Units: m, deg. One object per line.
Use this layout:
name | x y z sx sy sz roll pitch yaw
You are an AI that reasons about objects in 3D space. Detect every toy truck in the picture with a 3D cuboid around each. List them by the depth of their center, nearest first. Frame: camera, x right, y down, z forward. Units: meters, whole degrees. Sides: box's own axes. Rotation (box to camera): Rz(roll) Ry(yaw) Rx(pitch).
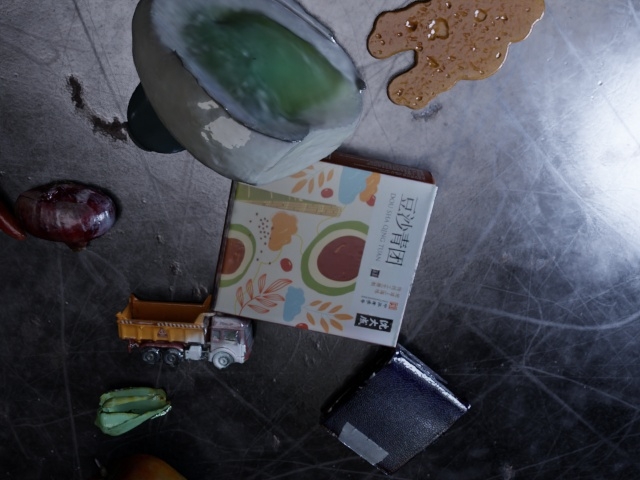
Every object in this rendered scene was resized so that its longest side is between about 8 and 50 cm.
toy truck | -0.278 0.183 1.704 0.271 0.114 0.135 3 112 4

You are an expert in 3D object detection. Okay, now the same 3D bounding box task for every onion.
onion | -0.520 -0.039 1.650 0.206 0.098 0.151 -5 106 4

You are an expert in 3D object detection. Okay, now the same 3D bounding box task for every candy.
candy | -0.145 -0.294 1.453 0.427 0.386 0.186 46 141 -3

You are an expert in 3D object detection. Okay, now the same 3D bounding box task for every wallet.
wallet | 0.158 0.369 1.768 0.221 0.071 0.262 38 109 -14

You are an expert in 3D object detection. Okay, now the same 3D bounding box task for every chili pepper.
chili pepper | -0.696 -0.102 1.654 0.063 0.071 0.272 -40 105 -21

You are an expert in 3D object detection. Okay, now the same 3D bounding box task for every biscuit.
biscuit | 0.255 -0.388 1.531 0.334 0.047 0.202 -26 106 12

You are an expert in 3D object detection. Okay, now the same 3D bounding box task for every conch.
conch | -0.417 0.361 1.787 0.170 0.079 0.105 -20 112 -7

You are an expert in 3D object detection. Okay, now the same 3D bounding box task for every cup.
cup | -0.293 -0.237 1.550 0.150 0.199 0.199 -31 104 32

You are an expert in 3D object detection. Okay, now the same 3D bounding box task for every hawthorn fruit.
hawthorn fruit | -0.413 0.586 1.759 0.268 0.268 0.300 -37 93 13

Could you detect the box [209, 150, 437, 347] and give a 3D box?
box | 0.000 0.000 1.624 0.386 0.122 0.344 12 107 -1
